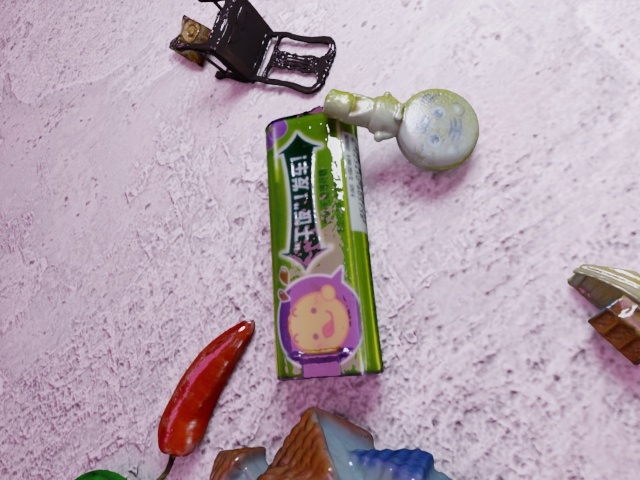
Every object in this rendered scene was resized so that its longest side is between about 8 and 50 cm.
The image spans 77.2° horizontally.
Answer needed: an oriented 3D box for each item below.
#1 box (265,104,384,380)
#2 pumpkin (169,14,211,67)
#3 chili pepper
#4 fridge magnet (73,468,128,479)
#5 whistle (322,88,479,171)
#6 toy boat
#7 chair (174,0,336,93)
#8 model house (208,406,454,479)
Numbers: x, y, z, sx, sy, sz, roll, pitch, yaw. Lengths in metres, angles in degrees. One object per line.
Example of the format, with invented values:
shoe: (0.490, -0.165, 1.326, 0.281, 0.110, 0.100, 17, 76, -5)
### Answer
box: (0.000, 0.000, 0.535, 0.134, 0.097, 0.345, -9, 75, 13)
pumpkin: (-0.234, -0.371, 0.752, 0.101, 0.035, 0.073, 40, 107, 22)
chili pepper: (-0.178, 0.228, 0.581, 0.272, 0.071, 0.063, -62, 25, -5)
fridge magnet: (-0.315, 0.443, 0.579, 0.208, 0.088, 0.208, -5, 78, 23)
whistle: (0.101, -0.148, 0.509, 0.198, 0.057, 0.104, 12, 78, 0)
toy boat: (0.320, 0.092, 0.391, 0.066, 0.065, 0.172, -36, 61, -2)
chair: (-0.101, -0.317, 0.643, 0.229, 0.113, 0.106, 19, 88, 29)
model house: (-0.019, 0.312, 0.404, 0.329, 0.252, 0.295, 36, 95, 32)
